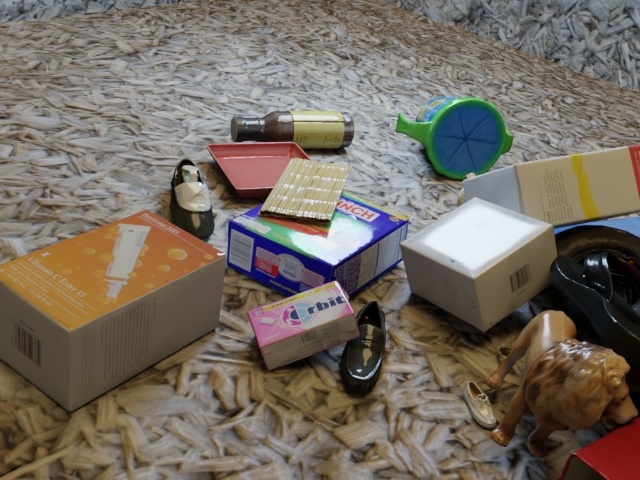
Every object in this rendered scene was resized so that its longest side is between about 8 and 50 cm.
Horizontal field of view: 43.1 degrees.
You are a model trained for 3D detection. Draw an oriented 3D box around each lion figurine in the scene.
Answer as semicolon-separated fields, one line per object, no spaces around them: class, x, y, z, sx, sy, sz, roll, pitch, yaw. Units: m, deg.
lion figurine;0.384;0.206;1.353;0.142;0.240;0.392;22;23;-8

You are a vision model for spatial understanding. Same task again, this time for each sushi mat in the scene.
sushi mat;-0.027;-0.115;1.805;0.152;0.019;0.316;10;28;7

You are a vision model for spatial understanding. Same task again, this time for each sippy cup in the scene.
sippy cup;0.384;-0.317;2.345;0.305;0.240;0.224;42;6;-24

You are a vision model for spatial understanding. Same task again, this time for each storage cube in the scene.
storage cube;0.459;0.392;1.154;0.193;0.183;0.215;-12;37;-35

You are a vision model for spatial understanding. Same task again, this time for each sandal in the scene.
sandal;0.533;0.103;1.429;0.168;0.107;0.445;30;15;-8
sandal;0.397;-0.108;2.138;0.079;0.088;0.240;-21;23;7

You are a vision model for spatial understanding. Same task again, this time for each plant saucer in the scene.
plant saucer;-0.139;-0.179;2.090;0.259;0.047;0.258;-4;33;-25

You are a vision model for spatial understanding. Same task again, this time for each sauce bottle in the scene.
sauce bottle;-0.080;-0.313;2.278;0.345;0.111;0.111;-1;32;-21

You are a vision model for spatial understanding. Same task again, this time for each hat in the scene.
hat;0.595;0.112;1.716;0.332;0.133;0.331;-3;38;2

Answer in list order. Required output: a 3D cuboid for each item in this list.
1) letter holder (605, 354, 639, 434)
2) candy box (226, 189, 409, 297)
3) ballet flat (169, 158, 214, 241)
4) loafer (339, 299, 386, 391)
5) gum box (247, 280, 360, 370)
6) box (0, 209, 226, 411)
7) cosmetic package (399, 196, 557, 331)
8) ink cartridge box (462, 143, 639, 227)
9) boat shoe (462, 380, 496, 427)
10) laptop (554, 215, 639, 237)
letter holder;0.641;0.235;1.381;0.302;0.152;0.214;-32;7;-41
candy box;0.000;0.000;1.748;0.268;0.122;0.317;24;31;26
ballet flat;-0.301;-0.105;1.859;0.095;0.096;0.280;-1;32;-20
loafer;0.081;0.190;1.488;0.076;0.078;0.223;12;30;3
gum box;-0.027;0.151;1.474;0.189;0.062;0.107;-19;35;-6
box;-0.361;0.105;1.403;0.215;0.168;0.345;27;33;27
cosmetic package;0.326;0.040;1.668;0.224;0.138;0.225;-31;32;-24
ink cartridge box;0.571;-0.111;1.911;0.385;0.160;0.279;-10;-2;-16
boat shoe;0.282;0.287;1.429;0.035;0.035;0.100;1;31;-16
laptop;0.831;-0.034;1.976;0.382;0.408;0.236;-6;67;-26
